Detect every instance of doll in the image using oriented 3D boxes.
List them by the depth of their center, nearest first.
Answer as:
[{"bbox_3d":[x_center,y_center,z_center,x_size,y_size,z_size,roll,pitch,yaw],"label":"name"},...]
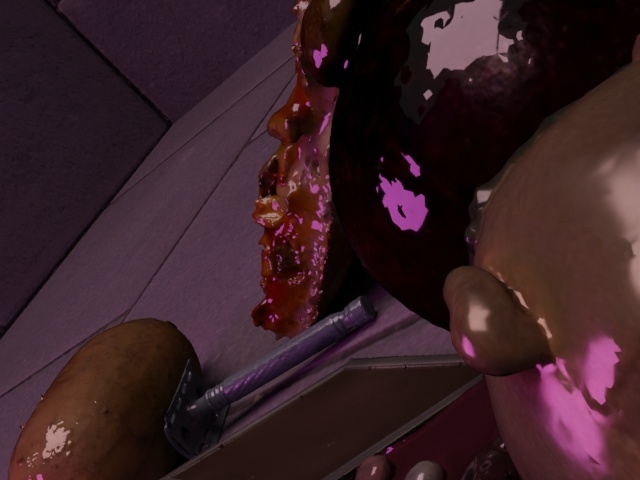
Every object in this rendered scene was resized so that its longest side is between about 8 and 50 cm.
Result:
[{"bbox_3d":[0.216,-0.016,0.416,0.349,0.247,0.247,-35,13,-11],"label":"doll"}]

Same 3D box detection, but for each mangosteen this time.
[{"bbox_3d":[0.140,-0.084,0.668,0.297,0.293,0.297,-8,0,0],"label":"mangosteen"}]

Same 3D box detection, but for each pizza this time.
[{"bbox_3d":[0.024,-0.147,1.094,0.440,0.130,0.406,-63,-17,-22],"label":"pizza"}]

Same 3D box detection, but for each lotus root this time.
[{"bbox_3d":[-0.215,0.177,1.187,0.169,0.151,0.343,-39,16,28],"label":"lotus root"}]

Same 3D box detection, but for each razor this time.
[{"bbox_3d":[-0.046,0.117,1.087,0.232,0.068,0.106,-34,19,21],"label":"razor"}]

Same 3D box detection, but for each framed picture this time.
[{"bbox_3d":[0.004,0.140,0.826,0.217,0.017,0.274,-28,6,-24],"label":"framed picture"}]

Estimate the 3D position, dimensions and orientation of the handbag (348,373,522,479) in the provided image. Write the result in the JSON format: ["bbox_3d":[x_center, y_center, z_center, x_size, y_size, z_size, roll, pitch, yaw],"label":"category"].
[{"bbox_3d":[0.060,0.164,0.557,0.216,0.074,0.203,-51,9,47],"label":"handbag"}]
